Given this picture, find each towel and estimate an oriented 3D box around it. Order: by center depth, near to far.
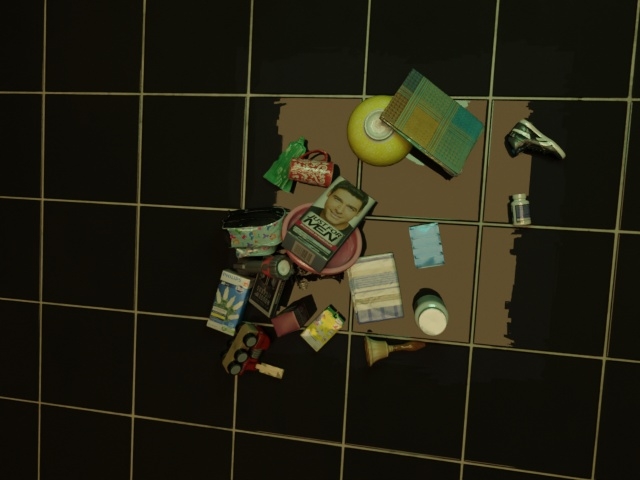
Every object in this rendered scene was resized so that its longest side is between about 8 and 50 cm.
[{"bbox_3d":[0.434,-0.453,1.783,0.370,0.040,0.271,35,73,-6],"label":"towel"},{"bbox_3d":[0.226,0.199,1.946,0.210,0.034,0.284,-11,93,8],"label":"towel"}]

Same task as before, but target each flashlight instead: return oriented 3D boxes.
[{"bbox_3d":[-0.231,0.108,1.913,0.103,0.304,0.103,-48,116,-29],"label":"flashlight"}]

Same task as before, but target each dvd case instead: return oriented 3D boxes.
[{"bbox_3d":[-0.219,0.183,1.972,0.179,0.030,0.238,26,99,49],"label":"dvd case"}]

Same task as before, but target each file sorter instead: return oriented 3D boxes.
[{"bbox_3d":[0.427,0.022,1.863,0.118,0.104,0.170,-10,92,11],"label":"file sorter"}]

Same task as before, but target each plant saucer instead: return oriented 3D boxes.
[{"bbox_3d":[0.000,0.000,1.875,0.333,0.084,0.331,9,56,-14],"label":"plant saucer"}]

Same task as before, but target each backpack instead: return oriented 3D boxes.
[{"bbox_3d":[-0.256,-0.044,1.924,0.254,0.225,0.190,-11,113,8],"label":"backpack"}]

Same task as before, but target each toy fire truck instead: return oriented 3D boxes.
[{"bbox_3d":[-0.271,0.494,2.013,0.158,0.247,0.216,37,100,50],"label":"toy fire truck"}]

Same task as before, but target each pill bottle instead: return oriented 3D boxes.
[{"bbox_3d":[0.780,-0.120,1.811,0.067,0.067,0.120,-6,93,10],"label":"pill bottle"},{"bbox_3d":[0.432,0.294,1.814,0.131,0.229,0.131,1,93,11],"label":"pill bottle"}]

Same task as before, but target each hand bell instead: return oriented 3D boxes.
[{"bbox_3d":[0.312,0.444,1.925,0.242,0.126,0.126,-7,92,-3],"label":"hand bell"}]

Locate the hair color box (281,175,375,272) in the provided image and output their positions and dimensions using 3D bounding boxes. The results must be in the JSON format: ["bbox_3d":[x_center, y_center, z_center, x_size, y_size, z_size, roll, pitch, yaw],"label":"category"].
[{"bbox_3d":[0.037,-0.070,1.811,0.185,0.113,0.374,36,54,6],"label":"hair color box"}]

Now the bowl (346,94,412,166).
[{"bbox_3d":[0.239,-0.445,1.844,0.290,0.156,0.289,1,93,9],"label":"bowl"}]

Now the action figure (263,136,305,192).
[{"bbox_3d":[-0.128,-0.334,1.962,0.137,0.063,0.232,33,102,9],"label":"action figure"}]

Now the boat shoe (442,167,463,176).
[{"bbox_3d":[0.494,-0.356,1.843,0.083,0.076,0.226,-31,88,11],"label":"boat shoe"}]

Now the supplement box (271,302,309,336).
[{"bbox_3d":[-0.122,0.327,1.935,0.104,0.188,0.080,-22,89,11],"label":"supplement box"}]

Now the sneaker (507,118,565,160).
[{"bbox_3d":[0.817,-0.354,1.792,0.217,0.079,0.121,45,103,13],"label":"sneaker"}]

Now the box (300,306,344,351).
[{"bbox_3d":[0.012,0.375,1.990,0.105,0.043,0.179,45,102,5],"label":"box"}]

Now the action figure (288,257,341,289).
[{"bbox_3d":[-0.053,0.115,1.938,0.276,0.141,0.163,0,98,7],"label":"action figure"}]

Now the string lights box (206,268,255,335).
[{"bbox_3d":[-0.392,0.268,2.036,0.134,0.077,0.259,18,96,9],"label":"string lights box"}]

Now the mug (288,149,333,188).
[{"bbox_3d":[-0.041,-0.294,1.912,0.170,0.150,0.113,8,138,-9],"label":"mug"}]
